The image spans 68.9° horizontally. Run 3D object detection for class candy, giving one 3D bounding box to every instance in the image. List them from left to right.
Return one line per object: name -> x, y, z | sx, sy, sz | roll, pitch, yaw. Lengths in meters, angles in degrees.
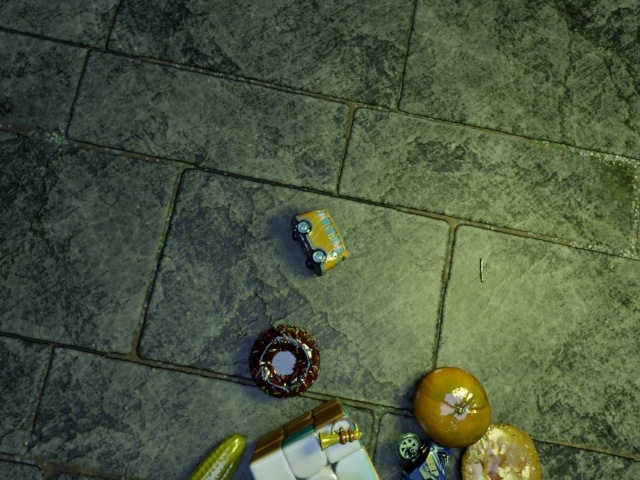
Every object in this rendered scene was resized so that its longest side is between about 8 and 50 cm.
candy -> -0.300, 0.669, 1.392 | 0.106, 0.094, 0.199 | 36, 75, 9

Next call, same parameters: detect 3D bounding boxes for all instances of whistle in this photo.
whistle -> 0.047, 0.488, 1.176 | 0.109, 0.057, 0.046 | -11, 126, -12

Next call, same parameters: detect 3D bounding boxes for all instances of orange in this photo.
orange -> 0.401, 0.505, 1.413 | 0.240, 0.171, 0.240 | 1, 81, -4

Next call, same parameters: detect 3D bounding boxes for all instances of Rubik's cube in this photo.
Rubik's cube -> -0.001, 0.653, 1.306 | 0.291, 0.292, 0.291 | -25, 83, -6

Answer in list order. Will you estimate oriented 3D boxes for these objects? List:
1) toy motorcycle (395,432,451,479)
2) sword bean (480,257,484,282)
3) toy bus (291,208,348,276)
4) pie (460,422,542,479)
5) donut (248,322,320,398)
toy motorcycle -> 0.332, 0.721, 1.408 | 0.168, 0.113, 0.316 | -15, 91, -15
sword bean -> 0.544, 0.100, 1.570 | 0.012, 0.012, 0.083 | 2, 82, -3
toy bus -> 0.000, 0.000, 1.504 | 0.136, 0.126, 0.210 | -24, 82, -15
pie -> 0.556, 0.696, 1.433 | 0.273, 0.069, 0.274 | 2, 66, -5
donut -> -0.113, 0.376, 1.451 | 0.235, 0.089, 0.235 | 0, 81, -1
